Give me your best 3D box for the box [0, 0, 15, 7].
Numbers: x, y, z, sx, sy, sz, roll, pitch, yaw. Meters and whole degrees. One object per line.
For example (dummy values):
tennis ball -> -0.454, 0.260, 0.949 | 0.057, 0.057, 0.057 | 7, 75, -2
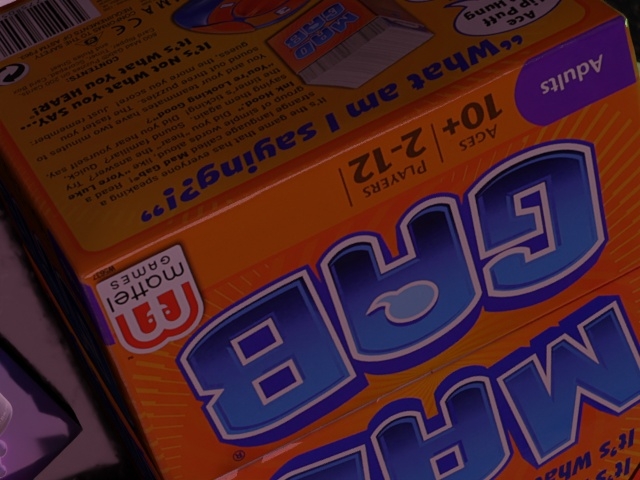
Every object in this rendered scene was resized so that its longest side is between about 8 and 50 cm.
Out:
box -> -0.235, -0.159, 1.450 | 0.137, 0.126, 0.072 | -9, 97, -12

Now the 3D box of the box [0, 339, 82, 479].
box -> -0.338, 0.165, 1.464 | 0.261, 0.103, 0.184 | -45, 99, -6

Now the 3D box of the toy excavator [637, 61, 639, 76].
toy excavator -> 0.390, -0.093, 1.555 | 0.433, 0.445, 0.222 | 7, 92, -57

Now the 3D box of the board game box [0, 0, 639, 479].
board game box -> 0.000, 0.000, 1.333 | 0.357, 0.356, 0.356 | -26, 125, -10
